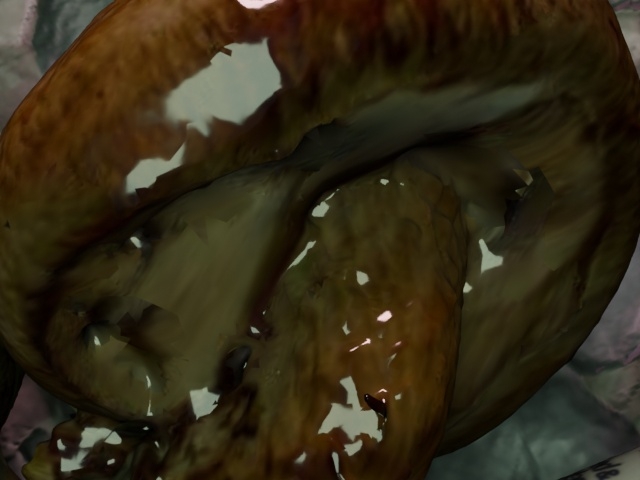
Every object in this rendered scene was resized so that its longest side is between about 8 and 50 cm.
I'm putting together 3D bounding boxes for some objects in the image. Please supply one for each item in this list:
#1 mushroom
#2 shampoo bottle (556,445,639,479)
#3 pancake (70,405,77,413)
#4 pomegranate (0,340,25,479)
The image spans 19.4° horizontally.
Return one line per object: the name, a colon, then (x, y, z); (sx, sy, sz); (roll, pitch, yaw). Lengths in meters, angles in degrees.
mushroom: (-0.012, 0.003, 0.743); (0.195, 0.263, 0.283); (16, 69, 41)
shampoo bottle: (0.061, 0.153, 0.768); (0.359, 0.134, 0.078); (-22, 82, 0)
pancake: (-0.081, 0.035, 0.850); (0.108, 0.017, 0.108); (0, 89, 5)
pomegranate: (-0.210, 0.078, 0.790); (0.222, 0.276, 0.204); (-40, 43, 5)
